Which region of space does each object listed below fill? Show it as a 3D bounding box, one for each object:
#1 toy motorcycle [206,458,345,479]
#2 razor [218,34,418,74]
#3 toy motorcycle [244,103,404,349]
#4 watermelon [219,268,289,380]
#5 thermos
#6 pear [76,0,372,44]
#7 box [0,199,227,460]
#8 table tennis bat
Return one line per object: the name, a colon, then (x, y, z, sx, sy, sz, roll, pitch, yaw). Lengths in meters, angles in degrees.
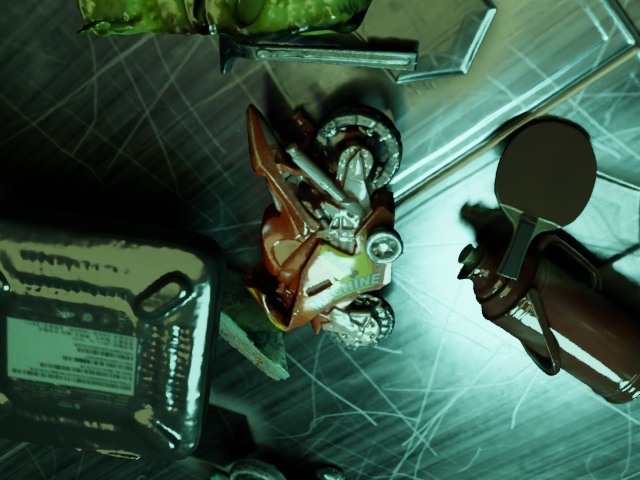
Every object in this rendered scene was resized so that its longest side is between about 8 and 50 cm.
toy motorcycle: (-0.025, 0.402, 1.113, 0.296, 0.109, 0.198, 44, 131, -12)
razor: (-0.005, -0.174, 0.762, 0.190, 0.033, 0.066, 6, 124, 4)
toy motorcycle: (0.002, -0.001, 0.841, 0.171, 0.089, 0.298, 4, 123, 8)
watermelon: (-0.098, 0.086, 0.931, 0.180, 0.081, 0.094, 49, 135, -4)
thermos: (0.243, 0.070, 0.851, 0.232, 0.099, 0.124, 34, 91, -12)
pear: (-0.082, -0.289, 0.629, 0.239, 0.164, 0.255, 3, 119, 19)
box: (-0.258, 0.104, 0.878, 0.290, 0.073, 0.288, 10, 117, -2)
table tennis bat: (0.208, -0.038, 0.786, 0.095, 0.014, 0.158, 20, 93, -3)
